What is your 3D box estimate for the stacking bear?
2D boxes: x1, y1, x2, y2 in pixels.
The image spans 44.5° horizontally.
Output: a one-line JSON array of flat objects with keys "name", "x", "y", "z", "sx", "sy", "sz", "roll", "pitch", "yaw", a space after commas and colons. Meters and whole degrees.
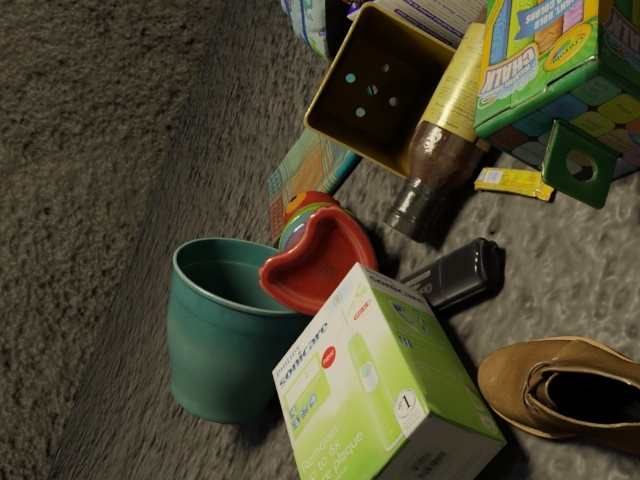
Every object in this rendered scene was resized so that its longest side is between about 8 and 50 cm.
[{"name": "stacking bear", "x": 0.000, "y": 0.000, "z": 1.318, "sx": 0.175, "sy": 0.164, "sz": 0.289, "roll": -46, "pitch": 17, "yaw": 11}]

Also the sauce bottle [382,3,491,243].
[{"name": "sauce bottle", "x": 0.196, "y": -0.162, "z": 1.117, "sx": 0.344, "sy": 0.111, "sz": 0.111, "roll": -61, "pitch": 25, "yaw": 7}]

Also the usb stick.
[{"name": "usb stick", "x": 0.144, "y": 0.075, "z": 1.092, "sx": 0.278, "sy": 0.045, "sz": 0.077, "roll": -35, "pitch": 46, "yaw": 49}]

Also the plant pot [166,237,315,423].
[{"name": "plant pot", "x": -0.148, "y": 0.167, "z": 1.362, "sx": 0.271, "sy": 0.272, "sz": 0.255, "roll": -122, "pitch": 46, "yaw": -61}]

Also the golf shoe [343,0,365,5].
[{"name": "golf shoe", "x": 0.080, "y": -0.424, "z": 1.192, "sx": 0.186, "sy": 0.068, "sz": 0.085, "roll": 8, "pitch": 74, "yaw": 65}]

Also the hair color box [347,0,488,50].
[{"name": "hair color box", "x": 0.209, "y": -0.387, "z": 1.207, "sx": 0.339, "sy": 0.185, "sz": 0.110, "roll": -4, "pitch": 65, "yaw": 62}]

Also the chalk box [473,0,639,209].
[{"name": "chalk box", "x": 0.296, "y": -0.179, "z": 0.855, "sx": 0.179, "sy": 0.180, "sz": 0.288, "roll": -29, "pitch": 45, "yaw": 54}]

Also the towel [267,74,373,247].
[{"name": "towel", "x": -0.007, "y": -0.171, "z": 1.624, "sx": 0.370, "sy": 0.040, "sz": 0.271, "roll": -51, "pitch": 27, "yaw": 29}]

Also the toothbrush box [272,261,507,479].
[{"name": "toothbrush box", "x": 0.066, "y": 0.197, "z": 0.948, "sx": 0.206, "sy": 0.122, "sz": 0.283, "roll": -53, "pitch": 28, "yaw": 20}]

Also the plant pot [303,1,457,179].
[{"name": "plant pot", "x": 0.103, "y": -0.244, "z": 1.294, "sx": 0.212, "sy": 0.212, "sz": 0.187, "roll": -62, "pitch": 11, "yaw": 9}]

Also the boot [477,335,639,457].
[{"name": "boot", "x": 0.236, "y": 0.141, "z": 0.765, "sx": 0.305, "sy": 0.115, "sz": 0.112, "roll": -1, "pitch": 71, "yaw": 65}]

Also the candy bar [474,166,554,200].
[{"name": "candy bar", "x": 0.255, "y": -0.078, "z": 1.036, "sx": 0.040, "sy": 0.018, "sz": 0.161, "roll": -64, "pitch": 24, "yaw": -3}]

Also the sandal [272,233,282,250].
[{"name": "sandal", "x": -0.029, "y": -0.009, "z": 1.533, "sx": 0.179, "sy": 0.040, "sz": 0.067, "roll": -40, "pitch": 38, "yaw": 18}]

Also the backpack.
[{"name": "backpack", "x": 0.054, "y": -0.501, "z": 1.459, "sx": 0.290, "sy": 0.355, "sz": 0.273, "roll": -38, "pitch": 49, "yaw": -24}]
